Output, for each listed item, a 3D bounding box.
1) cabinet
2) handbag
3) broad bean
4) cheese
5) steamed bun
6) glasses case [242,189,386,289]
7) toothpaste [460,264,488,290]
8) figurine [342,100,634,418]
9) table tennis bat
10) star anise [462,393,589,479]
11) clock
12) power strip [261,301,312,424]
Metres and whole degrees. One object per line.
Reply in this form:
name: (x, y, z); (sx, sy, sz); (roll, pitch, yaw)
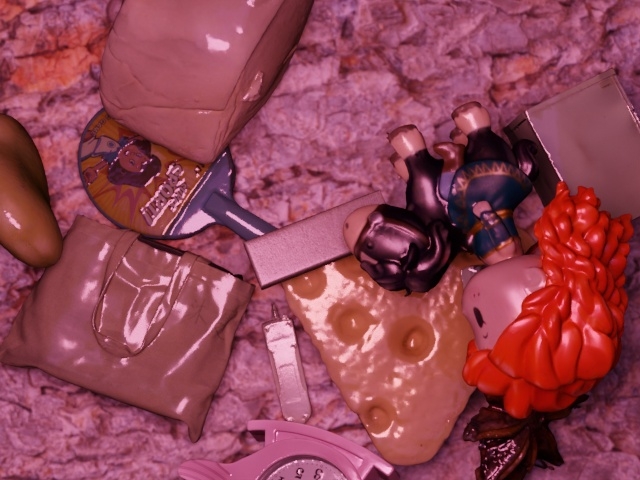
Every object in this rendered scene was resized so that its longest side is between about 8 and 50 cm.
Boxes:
cabinet: (0.392, -0.116, 1.473); (0.150, 0.145, 0.206); (-27, 87, -3)
handbag: (-0.275, 0.117, 1.461); (0.316, 0.109, 0.253); (22, 87, 5)
broad bean: (-0.441, -0.059, 1.424); (0.121, 0.189, 0.263); (-26, 48, -4)
cheese: (0.093, 0.095, 1.472); (0.384, 0.104, 0.383); (0, 86, -2)
steamed bun: (-0.155, -0.321, 1.420); (0.247, 0.236, 0.383); (30, 79, 4)
glasses case: (0.000, 0.000, 1.398); (0.205, 0.047, 0.070); (-21, 80, -6)
toothpaste: (0.303, 0.048, 1.415); (0.216, 0.037, 0.061); (-11, 90, -6)
figurine: (0.222, 0.015, 1.298); (0.412, 0.241, 0.306); (40, 63, 12)
table tennis bat: (-0.211, -0.088, 1.514); (0.329, 0.044, 0.215); (33, 83, 3)
star anise: (0.278, 0.244, 1.453); (0.272, 0.103, 0.271); (-11, 107, -39)
clock: (-0.071, 0.388, 1.415); (0.290, 0.080, 0.275); (18, 71, 17)
power strip: (-0.050, 0.185, 1.498); (0.048, 0.030, 0.191); (-13, 86, -1)
